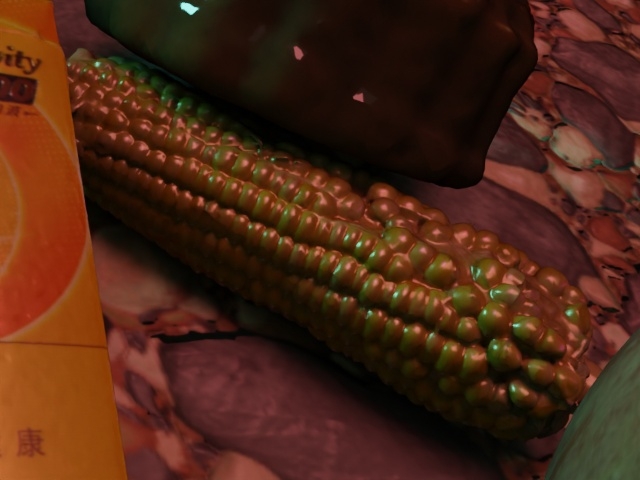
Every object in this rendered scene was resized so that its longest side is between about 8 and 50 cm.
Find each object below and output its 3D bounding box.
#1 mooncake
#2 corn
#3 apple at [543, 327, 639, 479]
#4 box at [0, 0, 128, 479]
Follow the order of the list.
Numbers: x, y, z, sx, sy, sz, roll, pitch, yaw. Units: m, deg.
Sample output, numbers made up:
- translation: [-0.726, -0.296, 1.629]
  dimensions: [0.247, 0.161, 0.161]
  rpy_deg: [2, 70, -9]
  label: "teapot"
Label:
- translation: [0.002, -0.121, 0.633]
  dimensions: [0.228, 0.124, 0.228]
  rpy_deg: [27, 9, -4]
  label: "mooncake"
- translation: [0.000, 0.000, 0.573]
  dimensions: [0.288, 0.086, 0.086]
  rpy_deg: [30, 37, 5]
  label: "corn"
- translation: [0.228, 0.145, 0.386]
  dimensions: [0.345, 0.269, 0.345]
  rpy_deg: [17, 37, -14]
  label: "apple"
- translation: [-0.156, 0.013, 0.453]
  dimensions: [0.152, 0.043, 0.269]
  rpy_deg: [3, 57, -30]
  label: "box"
